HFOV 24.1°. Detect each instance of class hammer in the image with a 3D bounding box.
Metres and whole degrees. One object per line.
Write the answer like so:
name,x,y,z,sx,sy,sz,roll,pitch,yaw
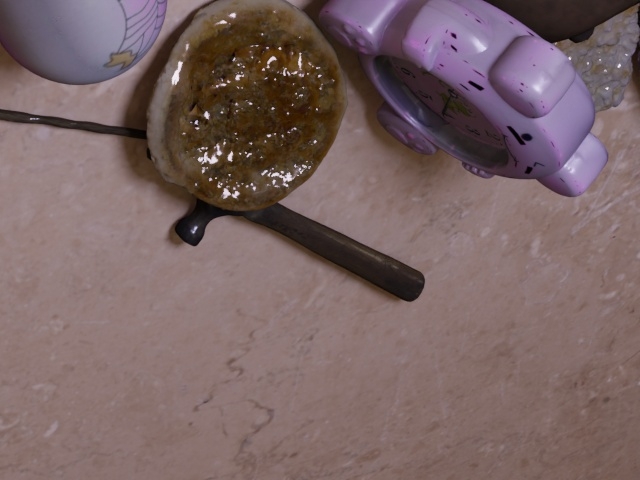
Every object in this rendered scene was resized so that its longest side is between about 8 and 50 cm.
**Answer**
hammer,0.000,0.000,2.027,0.168,0.044,0.440,-48,138,12
hammer,-0.293,-0.132,1.716,0.292,0.029,0.058,6,120,-37

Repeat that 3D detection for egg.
egg,-0.249,-0.283,1.487,0.196,0.196,0.271,-15,131,-25

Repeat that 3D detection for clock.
clock,0.175,-0.183,1.775,0.113,0.322,0.295,-52,144,-12

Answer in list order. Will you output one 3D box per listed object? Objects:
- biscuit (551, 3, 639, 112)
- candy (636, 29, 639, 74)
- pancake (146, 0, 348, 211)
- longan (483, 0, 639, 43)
biscuit,0.360,-0.232,2.082,0.188,0.040,0.265,21,113,-44
candy,0.559,-0.267,2.106,0.214,0.157,0.289,-34,138,1
pancake,-0.086,-0.161,1.787,0.282,0.049,0.282,-16,124,-24
longan,0.288,-0.356,1.764,0.300,0.243,0.300,-5,130,-6
